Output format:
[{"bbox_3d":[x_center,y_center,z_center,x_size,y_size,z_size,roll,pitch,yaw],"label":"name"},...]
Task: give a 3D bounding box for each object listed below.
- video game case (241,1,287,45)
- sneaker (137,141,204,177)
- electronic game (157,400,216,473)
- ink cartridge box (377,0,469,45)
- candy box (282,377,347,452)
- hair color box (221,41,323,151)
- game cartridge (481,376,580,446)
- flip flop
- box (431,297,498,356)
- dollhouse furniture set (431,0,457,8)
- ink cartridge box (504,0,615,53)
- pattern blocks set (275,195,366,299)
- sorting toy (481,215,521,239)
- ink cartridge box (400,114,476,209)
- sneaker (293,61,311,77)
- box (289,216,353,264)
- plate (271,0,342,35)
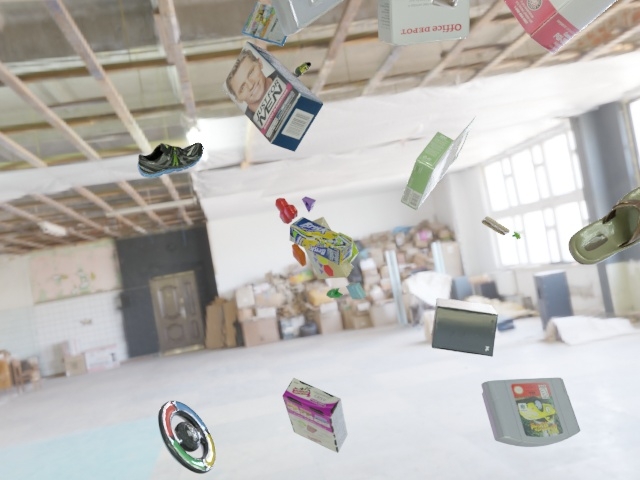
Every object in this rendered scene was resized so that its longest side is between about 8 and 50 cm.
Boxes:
[{"bbox_3d":[-0.166,-0.709,2.189,0.166,0.119,0.015,24,-3,25],"label":"video game case"},{"bbox_3d":[-0.396,-0.226,1.784,0.188,0.078,0.067,-21,37,-22],"label":"sneaker"},{"bbox_3d":[-0.376,0.555,1.898,0.048,0.229,0.229,-36,-7,11],"label":"electronic game"},{"bbox_3d":[0.270,-0.689,1.777,0.223,0.307,0.129,-9,23,-12],"label":"ink cartridge box"},{"bbox_3d":[-0.012,0.511,1.949,0.159,0.233,0.071,19,54,23],"label":"candy box"},{"bbox_3d":[-0.152,-0.435,2.012,0.105,0.347,0.173,13,-61,-44],"label":"hair color box"},{"bbox_3d":[0.625,0.506,1.975,0.294,0.196,0.060,2,-27,-23],"label":"game cartridge"},{"bbox_3d":[0.684,-0.041,1.514,0.277,0.112,0.080,-29,-21,-10],"label":"flip flop"},{"bbox_3d":[0.365,0.218,1.713,0.153,0.108,0.207,7,2,8],"label":"box"},{"bbox_3d":[0.074,-0.431,1.070,0.303,0.173,0.355,14,-6,7],"label":"dollhouse furniture set"},{"bbox_3d":[0.466,-0.519,1.214,0.117,0.207,0.283,9,-41,-48],"label":"ink cartridge box"},{"bbox_3d":[0.006,0.023,1.885,0.026,0.324,0.285,-34,23,-33],"label":"pattern blocks set"},{"bbox_3d":[0.370,-0.024,1.365,0.083,0.012,0.062,32,-4,8],"label":"sorting toy"},{"bbox_3d":[0.298,-0.207,1.696,0.235,0.056,0.171,-51,-15,-32],"label":"ink cartridge box"},{"bbox_3d":[-0.059,-0.567,2.208,0.035,0.031,0.083,-9,39,39],"label":"sneaker"},{"bbox_3d":[0.000,0.000,1.758,0.169,0.054,0.059,26,41,27],"label":"box"},{"bbox_3d":[-0.011,-0.731,1.950,0.278,0.045,0.277,-36,-16,-1],"label":"plate"}]
